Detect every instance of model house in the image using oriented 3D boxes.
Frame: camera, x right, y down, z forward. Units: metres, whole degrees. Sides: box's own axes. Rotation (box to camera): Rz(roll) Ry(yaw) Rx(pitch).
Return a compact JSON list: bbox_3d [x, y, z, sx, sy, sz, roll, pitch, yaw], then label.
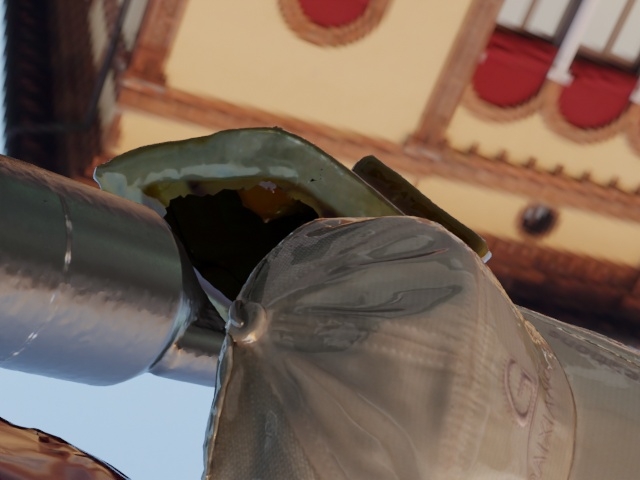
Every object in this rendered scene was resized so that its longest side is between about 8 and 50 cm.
[{"bbox_3d":[-0.005,-0.011,1.200,0.268,0.173,0.239,41,-159,13],"label":"model house"}]

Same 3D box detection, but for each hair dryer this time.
[{"bbox_3d":[-0.196,0.103,0.898,0.116,0.302,0.244,37,-171,40],"label":"hair dryer"}]

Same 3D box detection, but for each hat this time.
[{"bbox_3d":[0.079,0.088,0.652,0.226,0.164,0.219,7,-121,12],"label":"hat"}]

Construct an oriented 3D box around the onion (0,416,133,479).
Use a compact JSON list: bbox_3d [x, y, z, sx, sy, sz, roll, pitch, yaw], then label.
[{"bbox_3d":[-0.155,0.235,0.427,0.398,0.398,0.420,16,171,-12],"label":"onion"}]
